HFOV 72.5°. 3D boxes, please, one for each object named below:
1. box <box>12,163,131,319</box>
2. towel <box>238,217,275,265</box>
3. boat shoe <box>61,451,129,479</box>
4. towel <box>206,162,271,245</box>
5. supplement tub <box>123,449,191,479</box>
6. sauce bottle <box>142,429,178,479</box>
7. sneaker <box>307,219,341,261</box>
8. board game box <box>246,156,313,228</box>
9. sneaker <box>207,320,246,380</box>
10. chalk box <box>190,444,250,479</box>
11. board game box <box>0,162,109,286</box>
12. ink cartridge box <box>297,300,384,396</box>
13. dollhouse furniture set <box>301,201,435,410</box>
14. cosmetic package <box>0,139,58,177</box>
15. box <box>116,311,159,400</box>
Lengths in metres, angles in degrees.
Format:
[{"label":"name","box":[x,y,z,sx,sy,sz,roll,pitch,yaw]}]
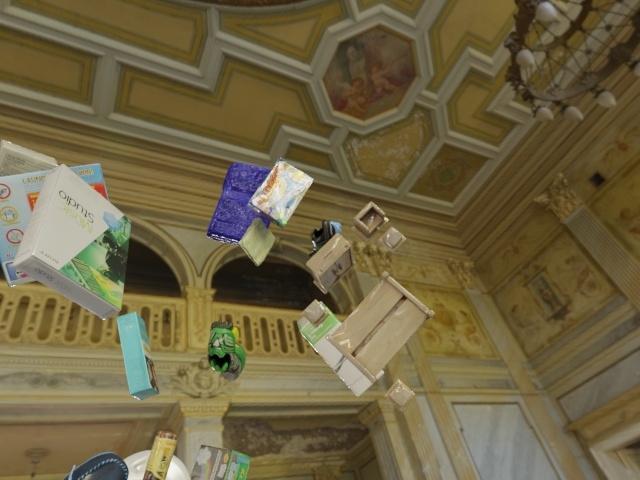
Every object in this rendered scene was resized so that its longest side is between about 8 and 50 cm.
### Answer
[{"label":"box","box":[-0.554,-0.002,1.019,0.058,0.322,0.232,-27,-45,10]},{"label":"towel","box":[-0.202,0.003,1.417,0.027,0.148,0.110,-18,-60,33]},{"label":"boat shoe","box":[-0.359,0.412,0.580,0.109,0.258,0.089,47,-35,-13]},{"label":"towel","box":[-0.281,-0.134,1.609,0.228,0.308,0.076,11,-14,15]},{"label":"supplement tub","box":[-0.520,0.781,1.235,0.235,0.235,0.325,13,-58,-29]},{"label":"sauce bottle","box":[-0.297,0.417,0.795,0.042,0.128,0.042,10,-22,4]},{"label":"sneaker","box":[0.000,0.000,1.347,0.078,0.067,0.188,24,-45,-8]},{"label":"board game box","box":[-0.128,-0.156,1.420,0.136,0.201,0.035,32,-24,-6]},{"label":"sneaker","box":[-0.378,0.454,1.679,0.134,0.146,0.343,6,-42,7]},{"label":"chalk box","box":[-0.360,0.875,1.667,0.213,0.132,0.132,-4,-37,27]},{"label":"board game box","box":[-0.774,-0.054,1.279,0.308,0.086,0.302,-14,-74,-25]},{"label":"ink cartridge box","box":[0.057,0.340,1.401,0.115,0.273,0.198,-41,2,-6]},{"label":"dollhouse furniture set","box":[0.148,0.145,1.011,0.303,0.355,0.174,-45,-17,-8]},{"label":"cosmetic package","box":[-0.985,-0.141,1.395,0.160,0.113,0.309,23,-84,-41]},{"label":"box","box":[-0.552,0.347,1.320,0.060,0.244,0.100,-17,-26,-13]}]
